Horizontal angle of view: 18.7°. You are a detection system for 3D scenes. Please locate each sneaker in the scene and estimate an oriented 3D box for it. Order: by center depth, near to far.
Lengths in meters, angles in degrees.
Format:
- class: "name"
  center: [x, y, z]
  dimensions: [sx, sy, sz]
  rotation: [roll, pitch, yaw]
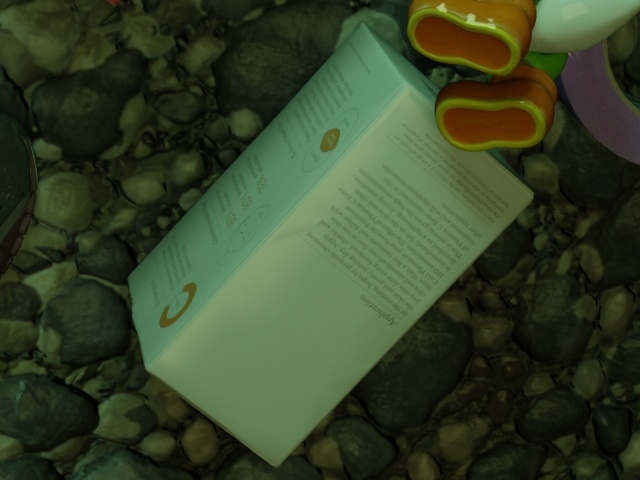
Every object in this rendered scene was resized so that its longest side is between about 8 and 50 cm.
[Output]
- class: "sneaker"
  center: [-0.324, 0.030, 1.778]
  dimensions: [0.106, 0.162, 0.281]
  rotation: [12, 109, -14]

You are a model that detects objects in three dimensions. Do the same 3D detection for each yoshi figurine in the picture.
- class: "yoshi figurine"
  center: [0.162, -0.257, 1.686]
  dimensions: [0.203, 0.362, 0.203]
  rotation: [37, 143, -13]

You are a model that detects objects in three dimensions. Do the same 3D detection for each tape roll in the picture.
- class: "tape roll"
  center: [0.347, -0.207, 1.846]
  dimensions: [0.274, 0.090, 0.275]
  rotation: [-3, 111, -9]

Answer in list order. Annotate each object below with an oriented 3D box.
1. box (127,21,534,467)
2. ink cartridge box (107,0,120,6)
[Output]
- class: "box"
  center: [0.000, 0.000, 1.795]
  dimensions: [0.168, 0.215, 0.345]
  rotation: [40, 100, -21]
- class: "ink cartridge box"
  center: [-0.131, -0.371, 1.625]
  dimensions: [0.131, 0.226, 0.306]
  rotation: [40, 100, -21]
